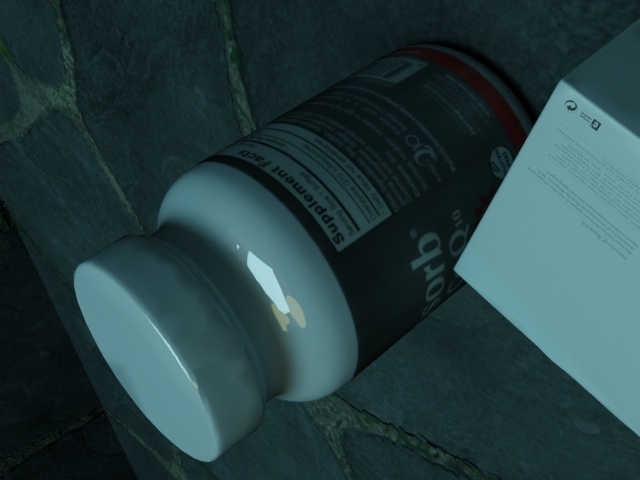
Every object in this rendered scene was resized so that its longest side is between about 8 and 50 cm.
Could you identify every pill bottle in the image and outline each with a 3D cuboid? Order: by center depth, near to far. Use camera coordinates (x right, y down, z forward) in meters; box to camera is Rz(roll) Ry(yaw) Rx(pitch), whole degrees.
[{"bbox_3d":[0.000,0.000,0.675,0.210,0.363,0.210,36,146,30],"label":"pill bottle"}]

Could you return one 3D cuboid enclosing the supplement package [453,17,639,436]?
[{"bbox_3d":[0.232,-0.009,0.547,0.194,0.149,0.203,43,148,18],"label":"supplement package"}]
